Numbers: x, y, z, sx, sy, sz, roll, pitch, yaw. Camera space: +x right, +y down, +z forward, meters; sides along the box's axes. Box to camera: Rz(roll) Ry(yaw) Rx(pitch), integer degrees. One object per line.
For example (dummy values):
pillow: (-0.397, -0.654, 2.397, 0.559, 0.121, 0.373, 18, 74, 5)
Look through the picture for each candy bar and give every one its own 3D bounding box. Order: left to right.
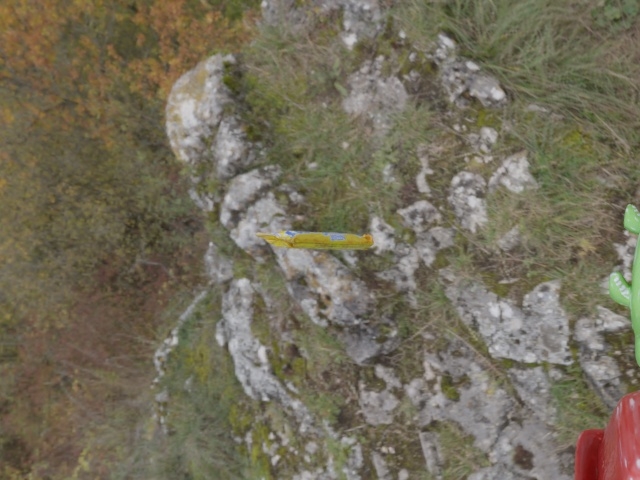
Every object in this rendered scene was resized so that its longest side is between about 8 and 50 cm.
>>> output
candy bar: (0.000, 0.000, 0.682, 0.040, 0.161, 0.018, 7, 93, 36)

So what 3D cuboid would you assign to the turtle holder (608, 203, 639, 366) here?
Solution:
turtle holder: (0.633, 0.086, 1.137, 0.227, 0.243, 0.320, 3, 43, 39)

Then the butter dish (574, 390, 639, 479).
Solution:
butter dish: (0.261, 0.153, 0.456, 0.160, 0.160, 0.118, 5, 113, 20)
